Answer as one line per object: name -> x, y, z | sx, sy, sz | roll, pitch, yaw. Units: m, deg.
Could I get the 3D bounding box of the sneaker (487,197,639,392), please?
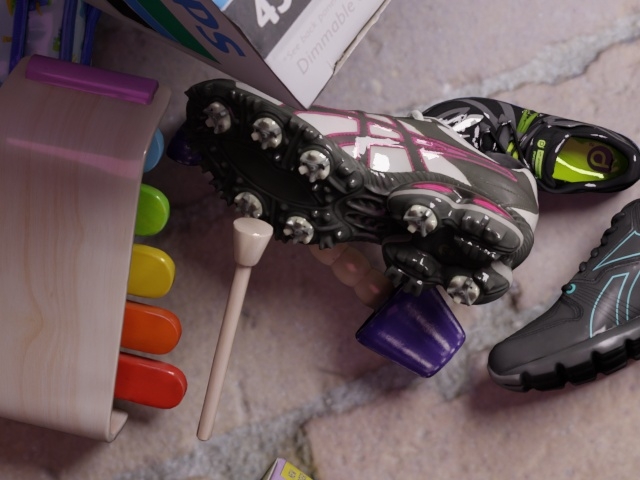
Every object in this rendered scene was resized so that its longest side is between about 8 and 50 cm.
sneaker -> 0.246, 0.033, 0.865 | 0.267, 0.101, 0.106 | -26, 69, 7

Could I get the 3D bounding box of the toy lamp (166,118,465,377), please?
toy lamp -> 0.000, 0.000, 0.880 | 0.275, 0.080, 0.080 | 43, 96, 4

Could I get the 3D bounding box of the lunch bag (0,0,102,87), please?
lunch bag -> -0.271, -0.146, 0.887 | 0.176, 0.090, 0.219 | 8, 95, 1

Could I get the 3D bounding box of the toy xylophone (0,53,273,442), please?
toy xylophone -> -0.166, 0.033, 0.840 | 0.236, 0.081, 0.322 | 20, 116, -2

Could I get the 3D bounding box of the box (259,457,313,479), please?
box -> -0.068, 0.316, 0.835 | 0.117, 0.213, 0.243 | 36, 95, 2

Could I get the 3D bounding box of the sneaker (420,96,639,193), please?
sneaker -> 0.160, -0.074, 0.859 | 0.188, 0.078, 0.067 | 9, 95, 5

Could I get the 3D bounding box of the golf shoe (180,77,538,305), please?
golf shoe -> 0.029, -0.050, 0.817 | 0.273, 0.120, 0.105 | 27, 133, 9

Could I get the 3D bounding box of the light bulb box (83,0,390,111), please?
light bulb box -> -0.067, -0.323, 0.657 | 0.361, 0.225, 0.358 | 33, 82, 40
